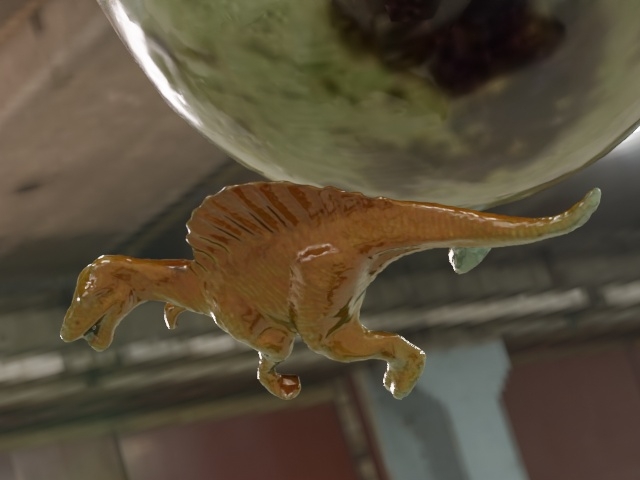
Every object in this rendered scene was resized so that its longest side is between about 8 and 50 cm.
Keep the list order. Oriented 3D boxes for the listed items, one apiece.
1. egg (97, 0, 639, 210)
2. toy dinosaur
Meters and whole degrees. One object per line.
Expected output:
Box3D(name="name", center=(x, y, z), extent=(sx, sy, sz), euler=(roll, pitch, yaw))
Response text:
Box3D(name="egg", center=(0.035, -0.224, 0.963), extent=(0.345, 0.428, 0.345), euler=(-15, -10, -3))
Box3D(name="toy dinosaur", center=(-0.001, 0.001, 0.810), extent=(0.142, 0.057, 0.212), euler=(25, -49, -23))
